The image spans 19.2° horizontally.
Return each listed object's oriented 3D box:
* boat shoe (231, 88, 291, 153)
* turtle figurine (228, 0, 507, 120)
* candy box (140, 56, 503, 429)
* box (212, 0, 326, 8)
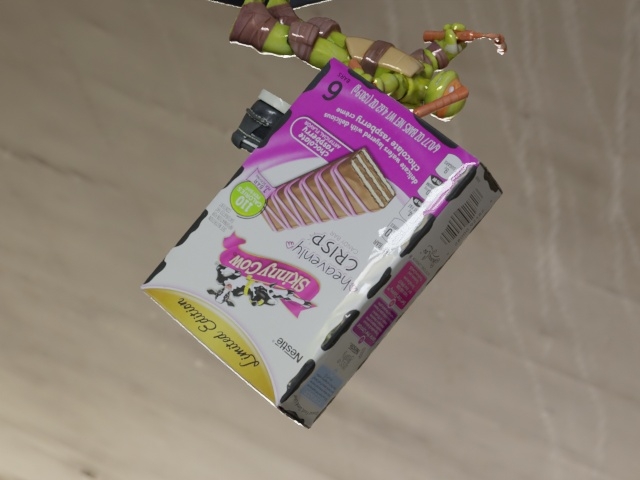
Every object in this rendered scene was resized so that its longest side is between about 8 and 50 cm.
[{"bbox_3d":[-0.008,-0.079,2.148,0.233,0.079,0.084,38,-8,-36],"label":"boat shoe"},{"bbox_3d":[0.044,-0.153,1.617,0.217,0.269,0.087,25,-62,15],"label":"turtle figurine"},{"bbox_3d":[0.000,0.000,1.418,0.159,0.233,0.071,38,-3,29],"label":"candy box"},{"bbox_3d":[-0.020,-0.386,2.112,0.343,0.312,0.179,23,-55,55],"label":"box"}]
